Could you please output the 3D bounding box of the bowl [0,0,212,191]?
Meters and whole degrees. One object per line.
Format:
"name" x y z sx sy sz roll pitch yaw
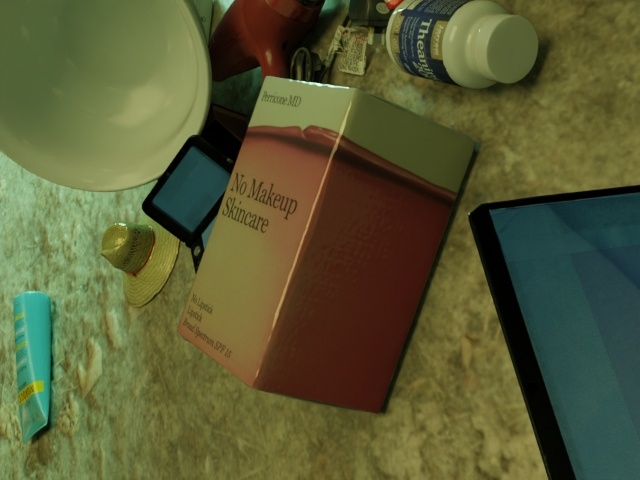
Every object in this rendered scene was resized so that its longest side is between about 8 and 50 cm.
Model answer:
"bowl" -0.244 -0.213 1.036 0.298 0.298 0.134 -49 11 31

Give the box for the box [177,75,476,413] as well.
"box" 0.000 0.000 0.759 0.149 0.127 0.232 21 93 57

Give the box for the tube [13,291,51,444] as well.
"tube" -0.402 0.175 1.326 0.080 0.052 0.207 -43 48 45

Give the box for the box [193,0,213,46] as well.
"box" -0.242 -0.281 1.193 0.130 0.171 0.091 -20 59 49

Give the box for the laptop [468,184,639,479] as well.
"laptop" 0.228 0.019 0.419 0.264 0.137 0.234 -42 44 36

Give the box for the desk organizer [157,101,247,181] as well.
"desk organizer" -0.134 -0.091 1.063 0.130 0.047 0.050 -42 46 37

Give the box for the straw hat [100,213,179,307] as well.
"straw hat" -0.231 0.008 1.142 0.144 0.061 0.144 -27 54 46

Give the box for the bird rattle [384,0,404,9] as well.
"bird rattle" 0.035 -0.296 0.846 0.207 0.143 0.253 -25 65 31

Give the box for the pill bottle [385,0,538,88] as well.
"pill bottle" 0.109 -0.153 0.728 0.120 0.067 0.067 29 99 56

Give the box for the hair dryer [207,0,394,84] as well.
"hair dryer" -0.052 -0.173 0.955 0.293 0.080 0.223 37 106 55

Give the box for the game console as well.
"game console" -0.128 -0.029 1.004 0.122 0.071 0.107 -49 40 31
